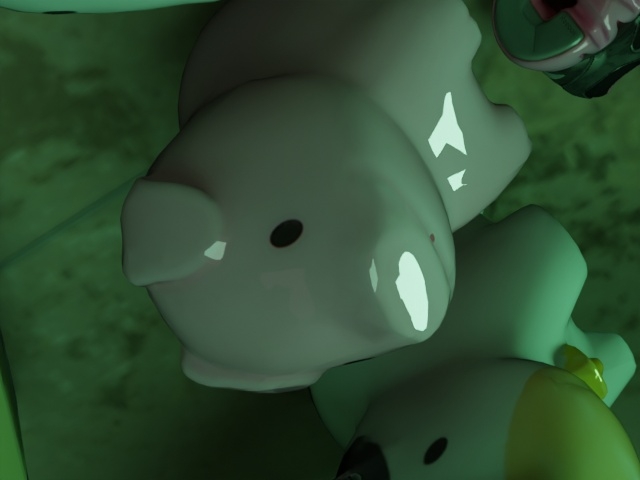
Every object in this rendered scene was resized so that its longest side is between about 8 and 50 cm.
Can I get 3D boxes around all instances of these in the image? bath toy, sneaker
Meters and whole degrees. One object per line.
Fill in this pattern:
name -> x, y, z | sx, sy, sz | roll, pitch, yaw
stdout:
bath toy -> 0.000, 0.000, 0.537 | 0.129, 0.151, 0.348 | -36, 123, -9
sneaker -> 0.108, -0.084, 0.584 | 0.119, 0.047, 0.057 | -36, 143, 11

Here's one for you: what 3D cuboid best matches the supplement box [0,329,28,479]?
supplement box -> -0.135, 0.039, 0.586 | 0.083, 0.056, 0.083 | -12, 123, -7
